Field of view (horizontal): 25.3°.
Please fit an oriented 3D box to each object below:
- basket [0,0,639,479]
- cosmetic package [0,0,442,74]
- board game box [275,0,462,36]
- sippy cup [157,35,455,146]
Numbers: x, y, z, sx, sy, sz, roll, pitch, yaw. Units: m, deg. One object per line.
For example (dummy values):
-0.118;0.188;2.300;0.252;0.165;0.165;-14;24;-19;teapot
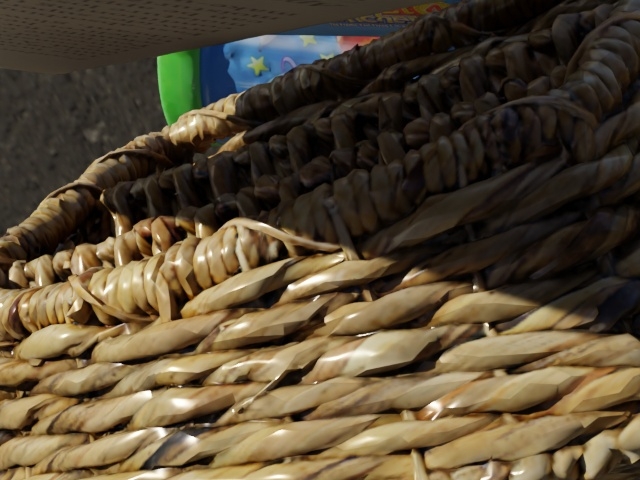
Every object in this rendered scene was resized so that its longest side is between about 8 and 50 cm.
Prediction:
0.000;0.000;0.528;0.299;0.213;0.223;-17;75;31;basket
-0.113;-0.144;0.385;0.230;0.453;0.162;5;91;-25;cosmetic package
0.095;-0.272;0.822;0.308;0.086;0.302;4;80;24;board game box
0.015;-0.172;1.129;0.224;0.305;0.240;12;89;11;sippy cup
